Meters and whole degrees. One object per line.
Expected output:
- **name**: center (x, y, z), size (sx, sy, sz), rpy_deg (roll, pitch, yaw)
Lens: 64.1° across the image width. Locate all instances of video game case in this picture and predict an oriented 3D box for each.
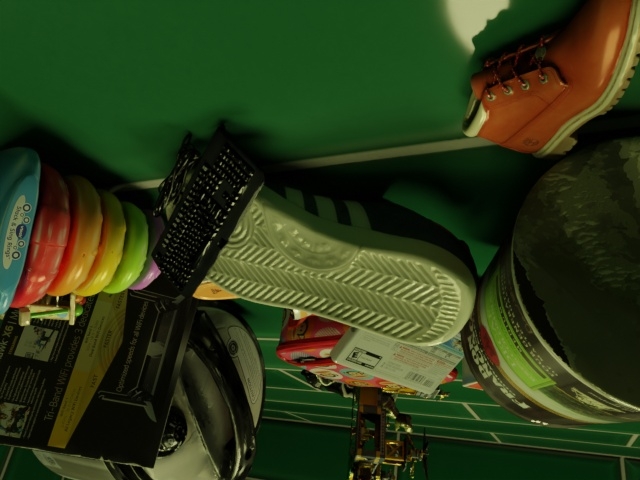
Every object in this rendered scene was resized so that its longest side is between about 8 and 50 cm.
- **video game case**: center (0.147, 0.124, 0.730), size (0.212, 0.023, 0.193), rpy_deg (27, 107, -33)

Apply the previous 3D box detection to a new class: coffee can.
- **coffee can**: center (0.249, 0.063, 0.468), size (0.201, 0.202, 0.275), rpy_deg (5, 160, 9)

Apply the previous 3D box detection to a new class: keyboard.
- **keyboard**: center (-0.135, -0.027, 0.518), size (0.038, 0.100, 0.192), rpy_deg (-21, 154, -54)

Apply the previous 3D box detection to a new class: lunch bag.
- **lunch bag**: center (0.072, 0.171, 0.900), size (0.293, 0.120, 0.258), rpy_deg (-15, 142, 38)

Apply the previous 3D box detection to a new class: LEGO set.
- **LEGO set**: center (0.168, 0.370, 1.085), size (0.191, 0.332, 0.255), rpy_deg (7, 135, 1)

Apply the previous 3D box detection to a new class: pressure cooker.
- **pressure cooker**: center (-0.306, 0.292, 0.973), size (0.420, 0.376, 0.370), rpy_deg (-9, 147, 35)

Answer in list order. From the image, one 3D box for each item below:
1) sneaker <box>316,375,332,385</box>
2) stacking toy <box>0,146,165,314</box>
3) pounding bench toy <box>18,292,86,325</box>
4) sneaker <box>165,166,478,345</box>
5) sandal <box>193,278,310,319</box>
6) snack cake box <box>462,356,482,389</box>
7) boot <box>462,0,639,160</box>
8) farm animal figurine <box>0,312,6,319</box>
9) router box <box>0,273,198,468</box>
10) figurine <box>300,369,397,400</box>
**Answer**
- **sneaker**: center (0.012, 0.305, 1.227), size (0.064, 0.086, 0.192), rpy_deg (9, 155, 0)
- **stacking toy**: center (-0.257, 0.008, 0.637), size (0.165, 0.175, 0.301), rpy_deg (9, 176, 44)
- **pounding bench toy**: center (-0.339, 0.080, 0.652), size (0.065, 0.083, 0.052), rpy_deg (8, 118, -16)
- **sneaker**: center (0.000, 0.000, 0.563), size (0.349, 0.148, 0.131), rpy_deg (22, 116, 17)
- **sandal**: center (-0.053, 0.079, 0.726), size (0.265, 0.076, 0.102), rpy_deg (-8, 156, -1)
- **snack cake box**: center (0.375, 0.210, 0.899), size (0.152, 0.089, 0.264), rpy_deg (11, 155, -7)
- **boot**: center (0.148, -0.110, 0.340), size (0.084, 0.059, 0.158), rpy_deg (13, 156, 3)
- **farm animal figurine**: center (-0.694, 0.084, 0.900), size (0.329, 0.172, 0.327), rpy_deg (4, 155, 11)
- **router box**: center (-0.319, 0.144, 0.736), size (0.242, 0.309, 0.081), rpy_deg (17, 158, -14)
- **figurine**: center (0.080, 0.390, 1.403), size (0.214, 0.093, 0.209), rpy_deg (23, 159, -29)
